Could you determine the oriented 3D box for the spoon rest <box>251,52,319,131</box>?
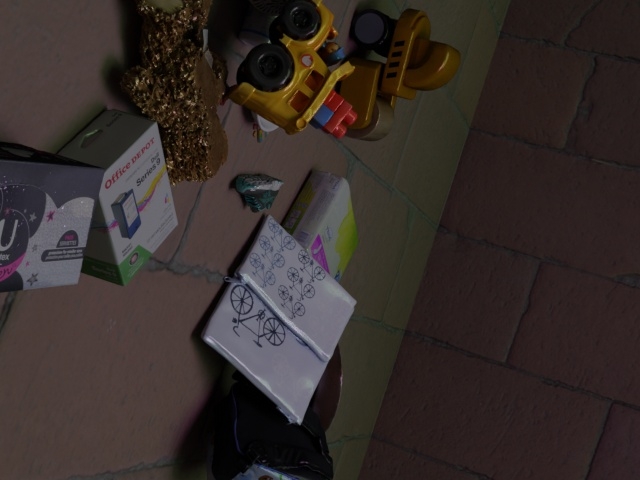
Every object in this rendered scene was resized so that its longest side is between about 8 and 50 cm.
[{"bbox_3d":[-0.056,-0.317,1.848,0.276,0.084,0.137,-54,153,-45],"label":"spoon rest"}]

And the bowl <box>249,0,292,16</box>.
[{"bbox_3d":[-0.059,-0.478,1.601,0.170,0.080,0.170,0,91,-42],"label":"bowl"}]

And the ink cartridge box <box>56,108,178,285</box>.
[{"bbox_3d":[-0.302,-0.064,1.377,0.154,0.093,0.212,-55,152,-40],"label":"ink cartridge box"}]

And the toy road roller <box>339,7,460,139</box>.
[{"bbox_3d":[0.190,-0.386,2.220,0.202,0.241,0.329,-9,114,-68],"label":"toy road roller"}]

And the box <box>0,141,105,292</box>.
[{"bbox_3d":[-0.390,-0.030,1.089,0.247,0.142,0.163,-2,107,-69],"label":"box"}]

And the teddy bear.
[{"bbox_3d":[-0.225,-0.256,1.435,0.338,0.113,0.245,81,19,-44],"label":"teddy bear"}]

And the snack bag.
[{"bbox_3d":[-0.081,0.167,1.979,0.323,0.037,0.342,47,51,-25],"label":"snack bag"}]

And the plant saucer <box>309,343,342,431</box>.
[{"bbox_3d":[-0.047,0.316,2.194,0.050,0.310,0.310,6,104,-28],"label":"plant saucer"}]

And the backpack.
[{"bbox_3d":[-0.111,0.460,2.006,0.213,0.263,0.276,-52,-155,30],"label":"backpack"}]

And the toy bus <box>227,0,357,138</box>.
[{"bbox_3d":[-0.018,-0.280,1.569,0.220,0.211,0.149,-56,-171,-6],"label":"toy bus"}]

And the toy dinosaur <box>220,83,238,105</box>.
[{"bbox_3d":[-0.166,-0.260,1.617,0.082,0.090,0.047,-116,-148,-45],"label":"toy dinosaur"}]

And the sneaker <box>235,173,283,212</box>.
[{"bbox_3d":[-0.127,-0.091,1.880,0.166,0.065,0.076,-7,116,-67],"label":"sneaker"}]

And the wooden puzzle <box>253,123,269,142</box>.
[{"bbox_3d":[-0.114,-0.230,1.878,0.083,0.006,0.049,-53,153,-44],"label":"wooden puzzle"}]

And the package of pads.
[{"bbox_3d":[0.000,0.000,2.236,0.296,0.101,0.229,77,36,-56],"label":"package of pads"}]

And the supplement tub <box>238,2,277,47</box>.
[{"bbox_3d":[-0.100,-0.402,1.677,0.071,0.071,0.107,28,78,-70],"label":"supplement tub"}]
